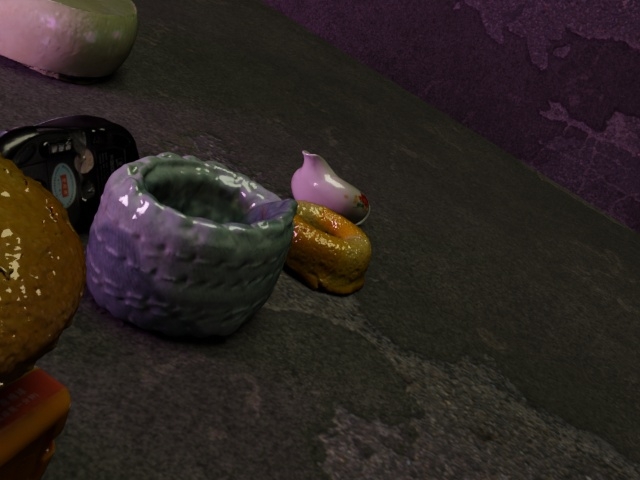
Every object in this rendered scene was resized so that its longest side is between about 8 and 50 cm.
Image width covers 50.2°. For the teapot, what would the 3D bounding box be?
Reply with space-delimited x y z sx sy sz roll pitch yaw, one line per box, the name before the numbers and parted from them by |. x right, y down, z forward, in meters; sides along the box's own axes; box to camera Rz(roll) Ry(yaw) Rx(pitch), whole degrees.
teapot | 0.020 -0.073 1.208 0.145 0.092 0.226 29 -1 37

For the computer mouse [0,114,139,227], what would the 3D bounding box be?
computer mouse | -0.326 -0.080 0.838 0.097 0.137 0.233 17 21 25

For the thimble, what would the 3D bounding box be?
thimble | -0.146 -0.001 0.819 0.250 0.171 0.205 5 32 -37

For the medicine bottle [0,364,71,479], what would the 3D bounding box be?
medicine bottle | -0.316 0.117 0.490 0.222 0.112 0.149 33 25 8

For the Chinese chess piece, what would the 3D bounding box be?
Chinese chess piece | -0.524 -0.437 1.289 0.350 0.146 0.349 24 25 -12

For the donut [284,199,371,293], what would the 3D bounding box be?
donut | -0.001 -0.001 1.082 0.190 0.074 0.174 41 28 26

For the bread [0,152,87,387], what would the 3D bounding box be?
bread | -0.269 0.019 0.422 0.240 0.139 0.240 22 27 -12
